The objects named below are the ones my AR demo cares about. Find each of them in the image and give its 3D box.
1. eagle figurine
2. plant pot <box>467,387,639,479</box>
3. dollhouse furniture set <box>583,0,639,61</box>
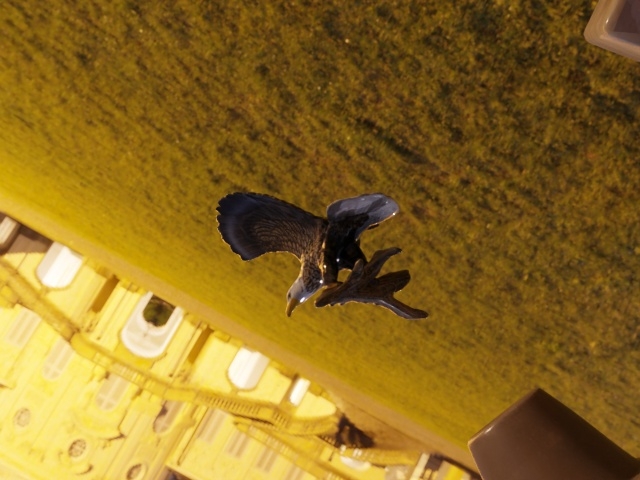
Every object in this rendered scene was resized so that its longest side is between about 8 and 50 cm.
[{"bbox_3d":[-0.008,0.008,0.920,0.298,0.225,0.226,49,171,51],"label":"eagle figurine"},{"bbox_3d":[0.356,0.357,0.940,0.229,0.263,0.263,53,178,21],"label":"plant pot"},{"bbox_3d":[0.184,-0.112,0.235,0.373,0.152,0.201,22,-166,0],"label":"dollhouse furniture set"}]
